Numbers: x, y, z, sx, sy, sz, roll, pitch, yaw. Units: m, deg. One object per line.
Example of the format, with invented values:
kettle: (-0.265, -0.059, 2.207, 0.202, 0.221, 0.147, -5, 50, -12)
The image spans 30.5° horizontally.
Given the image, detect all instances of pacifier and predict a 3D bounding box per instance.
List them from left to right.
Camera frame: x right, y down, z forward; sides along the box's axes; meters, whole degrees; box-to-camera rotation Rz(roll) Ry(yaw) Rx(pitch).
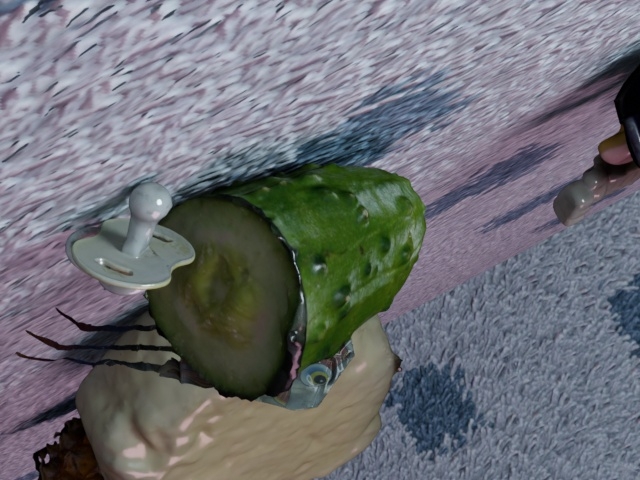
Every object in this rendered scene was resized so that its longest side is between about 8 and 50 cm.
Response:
pacifier: (-0.105, -0.006, 0.660, 0.064, 0.068, 0.083, -69, 171, 24)

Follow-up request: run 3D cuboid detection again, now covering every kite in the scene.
kite: (-0.089, 0.072, 0.802, 0.230, 0.016, 0.127, 5, -158, 14)

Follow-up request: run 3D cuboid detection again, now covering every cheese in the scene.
cheese: (-0.066, 0.150, 1.107, 0.326, 0.115, 0.318, 8, 129, -50)

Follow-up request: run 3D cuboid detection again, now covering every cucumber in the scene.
cucumber: (0.002, 0.003, 0.787, 0.134, 0.134, 0.244, -34, 177, 39)

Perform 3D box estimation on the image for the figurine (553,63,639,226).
figurine: (0.337, -0.107, 1.025, 0.308, 0.143, 0.308, -42, 166, -13)

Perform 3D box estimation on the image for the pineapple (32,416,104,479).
pineapple: (-0.181, 0.221, 1.310, 0.263, 0.262, 0.271, -20, 149, -37)
